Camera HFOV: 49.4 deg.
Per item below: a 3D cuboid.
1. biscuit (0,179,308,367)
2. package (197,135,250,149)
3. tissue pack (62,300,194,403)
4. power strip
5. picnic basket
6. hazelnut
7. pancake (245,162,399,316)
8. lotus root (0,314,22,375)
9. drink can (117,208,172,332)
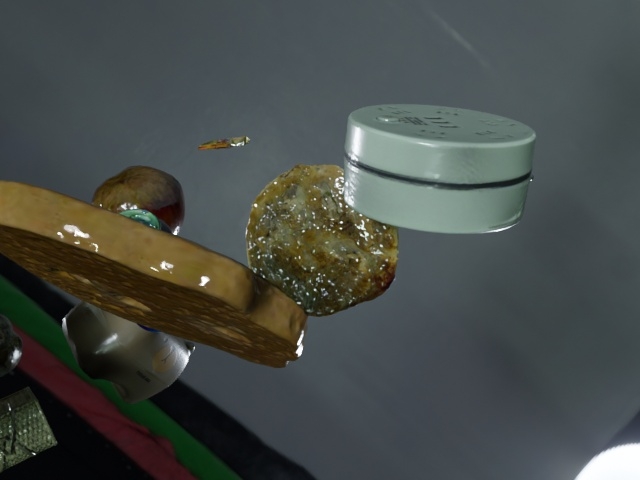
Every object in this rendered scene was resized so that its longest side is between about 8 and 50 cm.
[{"bbox_3d":[-0.185,0.044,0.778,0.365,0.062,0.385,18,162,7],"label":"biscuit"},{"bbox_3d":[-0.272,-0.274,1.975,0.108,0.031,0.120,-3,-168,27],"label":"package"},{"bbox_3d":[-0.572,0.304,2.117,0.267,0.276,0.387,47,168,33],"label":"tissue pack"},{"bbox_3d":[0.219,-0.142,1.259,0.357,0.162,0.357,4,-159,-1],"label":"power strip"},{"bbox_3d":[-0.752,0.463,1.655,0.154,0.196,0.134,5,114,60],"label":"picnic basket"},{"bbox_3d":[-0.367,-0.045,1.439,0.208,0.208,0.208,41,-179,-1],"label":"hazelnut"},{"bbox_3d":[-0.001,0.001,1.486,0.356,0.356,0.065,41,-156,5],"label":"pancake"},{"bbox_3d":[-0.828,0.273,1.724,0.152,0.160,0.275,64,148,7],"label":"lotus root"},{"bbox_3d":[-0.269,0.050,1.090,0.118,0.118,0.205,41,158,32],"label":"drink can"}]
